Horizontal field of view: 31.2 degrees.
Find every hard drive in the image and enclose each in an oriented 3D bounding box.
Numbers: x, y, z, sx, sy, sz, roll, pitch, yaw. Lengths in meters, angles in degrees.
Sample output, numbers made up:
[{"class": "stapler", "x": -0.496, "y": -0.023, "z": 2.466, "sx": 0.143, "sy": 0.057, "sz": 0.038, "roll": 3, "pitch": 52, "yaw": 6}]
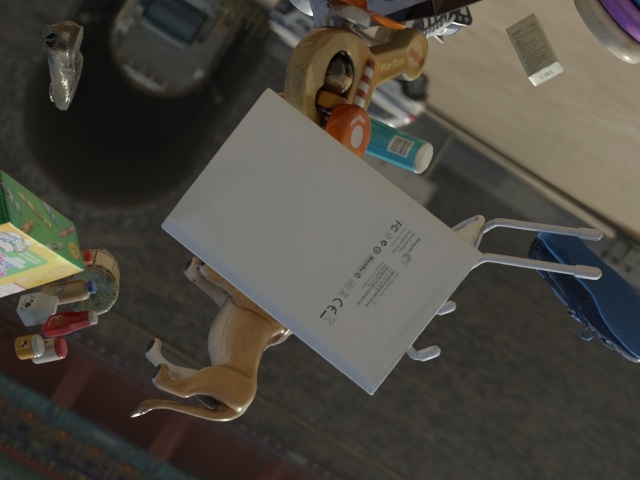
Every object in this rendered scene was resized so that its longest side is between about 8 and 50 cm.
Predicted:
[{"class": "hard drive", "x": 0.000, "y": 0.000, "z": 1.495, "sx": 0.353, "sy": 0.233, "sz": 0.047, "roll": 38, "pitch": -177, "yaw": 6}]

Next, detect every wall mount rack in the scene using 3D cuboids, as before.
[{"class": "wall mount rack", "x": 0.259, "y": 0.044, "z": 1.725, "sx": 0.130, "sy": 0.304, "sz": 0.350, "roll": 56, "pitch": -160, "yaw": -7}]

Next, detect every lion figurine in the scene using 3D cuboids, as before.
[{"class": "lion figurine", "x": -0.136, "y": 0.166, "z": 1.856, "sx": 0.240, "sy": 0.392, "sz": 0.142, "roll": 36, "pitch": 151, "yaw": -20}]

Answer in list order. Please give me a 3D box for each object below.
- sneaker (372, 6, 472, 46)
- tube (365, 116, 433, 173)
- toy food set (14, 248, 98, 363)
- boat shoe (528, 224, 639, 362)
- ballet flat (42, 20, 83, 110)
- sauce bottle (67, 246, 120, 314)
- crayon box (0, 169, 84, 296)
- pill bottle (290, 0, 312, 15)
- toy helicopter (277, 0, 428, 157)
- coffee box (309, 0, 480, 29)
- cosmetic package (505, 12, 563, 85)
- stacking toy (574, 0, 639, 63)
[{"class": "sneaker", "x": 0.204, "y": -0.415, "z": 2.239, "sx": 0.153, "sy": 0.282, "sz": 0.099, "roll": 38, "pitch": 141, "yaw": -23}, {"class": "tube", "x": 0.086, "y": -0.170, "z": 1.877, "sx": 0.207, "sy": 0.080, "sz": 0.052, "roll": 27, "pitch": 145, "yaw": 31}, {"class": "toy food set", "x": -0.453, "y": 0.122, "z": 2.005, "sx": 0.232, "sy": 0.105, "sz": 0.111, "roll": -90, "pitch": -14, "yaw": -49}, {"class": "boat shoe", "x": 0.438, "y": 0.087, "z": 1.835, "sx": 0.258, "sy": 0.109, "sz": 0.089, "roll": 56, "pitch": 149, "yaw": 13}, {"class": "ballet flat", "x": -0.421, "y": -0.285, "z": 1.854, "sx": 0.058, "sy": 0.084, "sz": 0.250, "roll": 15, "pitch": 161, "yaw": -8}, {"class": "sauce bottle", "x": -0.495, "y": 0.078, "z": 2.529, "sx": 0.111, "sy": 0.111, "sz": 0.344, "roll": 31, "pitch": -175, "yaw": -11}, {"class": "crayon box", "x": -0.460, "y": 0.000, "z": 1.598, "sx": 0.278, "sy": 0.165, "sz": 0.081, "roll": 59, "pitch": -165, "yaw": -72}, {"class": "pill bottle", "x": 0.042, "y": -0.520, "z": 2.068, "sx": 0.136, "sy": 0.246, "sz": 0.136, "roll": 26, "pitch": -136, "yaw": -28}, {"class": "toy helicopter", "x": 0.058, "y": -0.266, "z": 1.683, "sx": 0.140, "sy": 0.234, "sz": 0.355, "roll": 14, "pitch": -154, "yaw": 31}, {"class": "coffee box", "x": 0.129, "y": -0.405, "z": 1.769, "sx": 0.168, "sy": 0.118, "sz": 0.297, "roll": -24, "pitch": -164, "yaw": -30}, {"class": "cosmetic package", "x": 0.379, "y": -0.338, "z": 2.029, "sx": 0.041, "sy": 0.060, "sz": 0.115, "roll": 32, "pitch": -144, "yaw": -55}, {"class": "stacking toy", "x": 0.512, "y": -0.395, "z": 1.563, "sx": 0.141, "sy": 0.330, "sz": 0.141, "roll": 33, "pitch": -146, "yaw": -26}]
